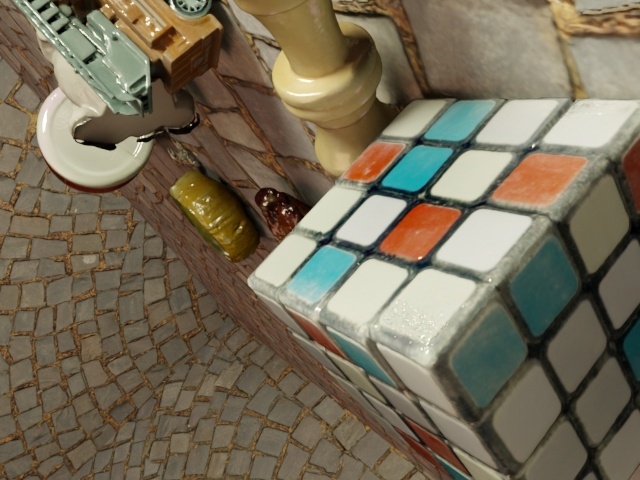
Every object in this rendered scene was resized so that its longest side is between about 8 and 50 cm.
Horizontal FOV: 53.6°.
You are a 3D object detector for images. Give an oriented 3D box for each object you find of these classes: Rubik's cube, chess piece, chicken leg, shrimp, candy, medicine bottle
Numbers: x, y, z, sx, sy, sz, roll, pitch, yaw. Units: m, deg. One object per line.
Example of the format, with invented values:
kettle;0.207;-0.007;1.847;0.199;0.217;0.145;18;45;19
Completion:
Rubik's cube;0.142;0.052;0.546;0.259;0.256;0.253;52;163;-28
chess piece;0.009;-0.159;0.599;0.117;0.117;0.397;33;168;35
chicken leg;0.004;0.006;1.082;0.322;0.083;0.177;42;171;16
shrimp;-0.324;-0.198;1.486;0.092;0.038;0.029;43;163;5
candy;-0.255;-0.059;1.545;0.260;0.118;0.260;46;168;12
medicine bottle;-0.532;-0.241;1.505;0.252;0.252;0.241;48;163;-14

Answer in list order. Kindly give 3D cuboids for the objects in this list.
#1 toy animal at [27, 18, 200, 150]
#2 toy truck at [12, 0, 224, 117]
toy animal;-0.387;-0.330;1.102;0.357;0.194;0.257;54;-165;27
toy truck;-0.297;-0.327;0.815;0.338;0.184;0.133;45;163;-2
